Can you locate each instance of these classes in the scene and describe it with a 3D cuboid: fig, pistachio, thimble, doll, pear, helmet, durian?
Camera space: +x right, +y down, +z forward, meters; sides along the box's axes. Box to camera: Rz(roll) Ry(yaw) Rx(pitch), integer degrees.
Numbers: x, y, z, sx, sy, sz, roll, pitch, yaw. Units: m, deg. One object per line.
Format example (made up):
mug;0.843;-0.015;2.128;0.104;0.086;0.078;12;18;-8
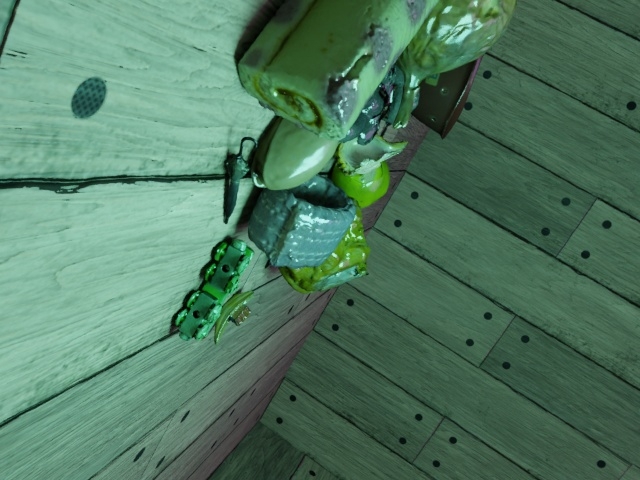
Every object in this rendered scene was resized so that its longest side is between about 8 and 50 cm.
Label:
fig;0.202;-0.403;1.090;0.368;0.286;0.286;-66;168;13
pistachio;-0.044;-0.186;1.082;0.226;0.136;0.136;-48;168;-12
thimble;-0.045;-0.047;1.225;0.172;0.205;0.236;-61;170;23
doll;0.163;-0.355;1.432;0.340;0.158;0.246;-42;150;-48
pear;0.122;-0.186;1.694;0.187;0.187;0.219;-55;175;-17
helmet;0.360;-0.522;1.665;0.385;0.230;0.337;-68;169;10
durian;0.141;-0.244;1.558;0.224;0.140;0.078;-11;154;-10

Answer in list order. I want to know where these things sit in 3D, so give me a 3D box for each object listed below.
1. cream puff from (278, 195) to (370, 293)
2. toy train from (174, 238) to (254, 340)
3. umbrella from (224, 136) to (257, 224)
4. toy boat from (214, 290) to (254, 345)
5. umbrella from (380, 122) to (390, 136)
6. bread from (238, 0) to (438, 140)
cream puff;-0.005;0.004;1.600;0.274;0.269;0.323;-20;161;-7
toy train;-0.226;0.108;1.200;0.251;0.085;0.119;-57;175;4
umbrella;-0.163;-0.107;1.007;0.269;0.044;0.044;123;-21;-54
toy boat;-0.234;0.201;1.463;0.172;0.066;0.065;-51;171;-30
umbrella;0.238;-0.407;2.017;0.022;0.022;0.149;-53;174;-49
bread;0.043;-0.333;0.860;0.338;0.187;0.155;-57;167;-13
